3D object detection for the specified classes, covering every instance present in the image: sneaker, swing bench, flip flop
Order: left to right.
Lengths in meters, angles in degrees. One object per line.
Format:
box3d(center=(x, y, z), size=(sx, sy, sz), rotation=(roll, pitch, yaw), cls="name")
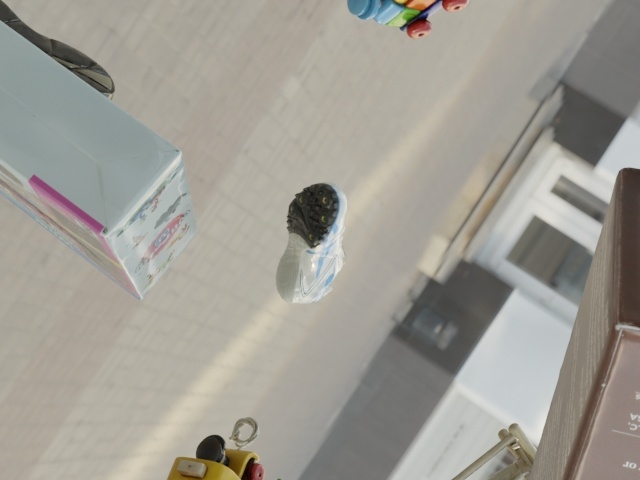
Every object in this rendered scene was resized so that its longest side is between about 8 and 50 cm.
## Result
box3d(center=(-0.373, -0.217, 1.380), size=(0.080, 0.277, 0.112), rotation=(-59, -175, 30), cls="flip flop")
box3d(center=(0.000, 0.000, 1.546), size=(0.086, 0.085, 0.237), rotation=(-15, 150, -24), cls="sneaker")
box3d(center=(0.273, 0.460, 1.811), size=(0.253, 0.255, 0.165), rotation=(-37, 169, -5), cls="swing bench")

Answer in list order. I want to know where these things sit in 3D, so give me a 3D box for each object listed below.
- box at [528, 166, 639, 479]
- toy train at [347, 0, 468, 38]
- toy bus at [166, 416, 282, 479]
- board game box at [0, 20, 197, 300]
box3d(center=(0.223, 0.166, 0.815), size=(0.191, 0.143, 0.381), rotation=(-68, 169, -54), cls="box")
box3d(center=(0.162, -0.408, 1.802), size=(0.143, 0.105, 0.248), rotation=(-4, 162, -40), cls="toy train")
box3d(center=(-0.149, 0.321, 1.526), size=(0.191, 0.202, 0.104), rotation=(-33, 136, -2), cls="toy bus")
box3d(center=(-0.229, -0.068, 1.046), size=(0.097, 0.224, 0.303), rotation=(-52, 175, -10), cls="board game box")
